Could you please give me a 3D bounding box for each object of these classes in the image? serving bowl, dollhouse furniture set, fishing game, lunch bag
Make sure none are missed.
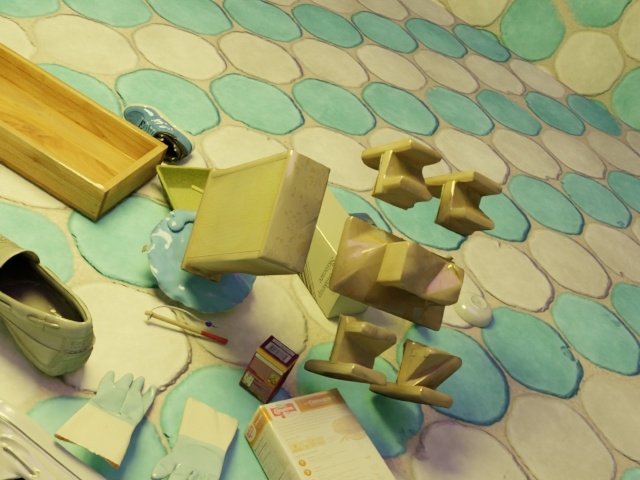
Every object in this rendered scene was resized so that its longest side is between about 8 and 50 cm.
[{"bbox_3d":[0.299,0.128,1.639,0.083,0.027,0.083,18,36,-14],"label":"serving bowl"},{"bbox_3d":[0.028,0.026,1.314,0.394,0.256,0.362,23,75,-30],"label":"dollhouse furniture set"},{"bbox_3d":[-0.193,0.036,1.361,0.189,0.041,0.264,22,53,-18],"label":"fishing game"},{"bbox_3d":[0.061,-0.015,1.618,0.098,0.065,0.067,-8,48,-42],"label":"lunch bag"}]

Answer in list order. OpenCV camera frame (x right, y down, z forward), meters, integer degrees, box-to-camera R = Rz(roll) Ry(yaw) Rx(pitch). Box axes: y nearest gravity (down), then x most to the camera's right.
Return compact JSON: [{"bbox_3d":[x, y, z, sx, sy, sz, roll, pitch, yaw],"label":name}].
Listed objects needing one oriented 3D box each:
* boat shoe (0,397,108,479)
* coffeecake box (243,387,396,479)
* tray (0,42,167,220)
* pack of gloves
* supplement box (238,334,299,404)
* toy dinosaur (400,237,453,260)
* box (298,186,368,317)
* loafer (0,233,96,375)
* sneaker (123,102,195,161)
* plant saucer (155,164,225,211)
[{"bbox_3d":[-0.349,0.264,0.951,0.267,0.096,0.088,38,30,-1],"label":"boat shoe"},{"bbox_3d":[0.003,0.305,1.164,0.142,0.068,0.185,-5,47,-39],"label":"coffeecake box"},{"bbox_3d":[-0.493,-0.205,1.460,0.411,0.076,0.203,31,35,4],"label":"tray"},{"bbox_3d":[-0.216,0.254,1.079,0.195,0.046,0.232,26,13,-3],"label":"pack of gloves"},{"bbox_3d":[-0.075,0.190,1.241,0.055,0.083,0.043,36,34,9],"label":"supplement box"},{"bbox_3d":[0.173,0.066,1.605,0.118,0.064,0.268,37,32,0],"label":"toy dinosaur"},{"bbox_3d":[0.000,0.000,1.517,0.094,0.113,0.275,-4,45,-38],"label":"box"},{"bbox_3d":[-0.422,0.046,1.153,0.319,0.111,0.112,38,35,13],"label":"loafer"},{"bbox_3d":[-0.314,-0.201,1.593,0.152,0.058,0.084,35,26,-3],"label":"sneaker"},{"bbox_3d":[-0.187,-0.054,1.508,0.188,0.045,0.188,0,44,-35],"label":"plant saucer"}]
